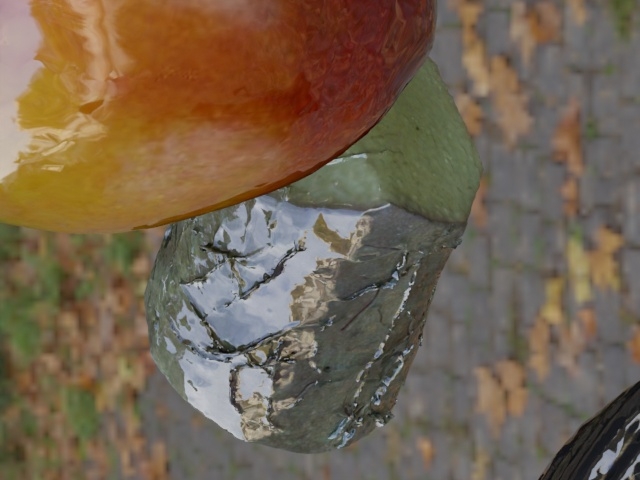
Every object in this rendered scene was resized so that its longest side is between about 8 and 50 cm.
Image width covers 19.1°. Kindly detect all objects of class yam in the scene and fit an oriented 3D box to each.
[{"bbox_3d":[-0.005,-0.002,1.298,0.271,0.201,0.202,-55,52,43],"label":"yam"}]

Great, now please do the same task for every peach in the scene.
[{"bbox_3d":[-0.100,-0.141,0.914,0.308,0.332,0.308,-46,37,51],"label":"peach"}]

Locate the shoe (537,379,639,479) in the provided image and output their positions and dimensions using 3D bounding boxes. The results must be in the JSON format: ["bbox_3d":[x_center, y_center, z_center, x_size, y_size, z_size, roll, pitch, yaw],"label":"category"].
[{"bbox_3d":[0.135,0.234,1.016,0.384,0.171,0.237,-58,1,-6],"label":"shoe"}]
